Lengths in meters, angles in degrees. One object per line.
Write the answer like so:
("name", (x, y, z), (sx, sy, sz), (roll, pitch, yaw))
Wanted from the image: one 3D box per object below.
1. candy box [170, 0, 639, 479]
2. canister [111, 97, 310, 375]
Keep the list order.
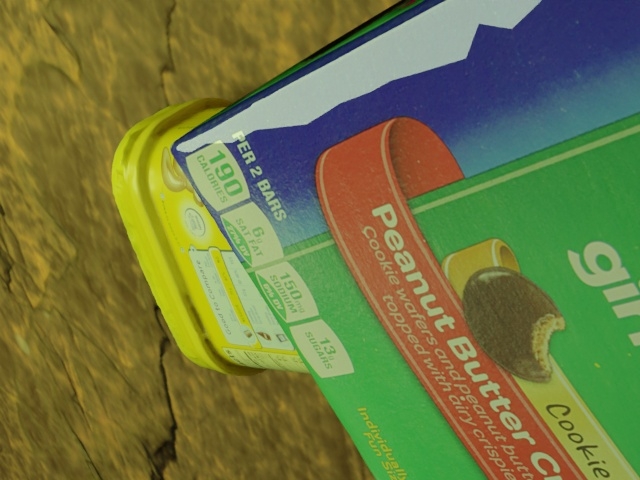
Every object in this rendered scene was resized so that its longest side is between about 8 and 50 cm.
("candy box", (0.142, 0.021, 0.432), (0.317, 0.122, 0.268), (-22, 103, 51))
("canister", (0.000, 0.000, 0.668), (0.170, 0.073, 0.126), (1, 118, 50))
